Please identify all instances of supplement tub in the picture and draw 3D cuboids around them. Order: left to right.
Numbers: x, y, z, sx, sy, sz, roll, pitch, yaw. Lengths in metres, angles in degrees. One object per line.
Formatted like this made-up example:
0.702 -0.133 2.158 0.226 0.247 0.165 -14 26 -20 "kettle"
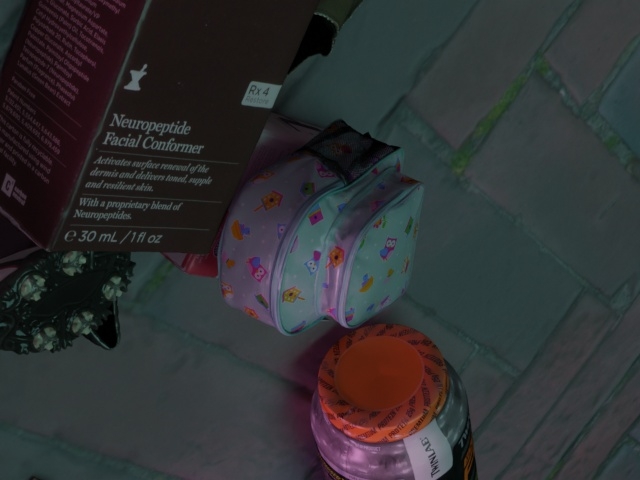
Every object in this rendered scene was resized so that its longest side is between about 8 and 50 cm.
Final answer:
0.094 0.256 1.747 0.193 0.193 0.316 -38 144 -19 "supplement tub"

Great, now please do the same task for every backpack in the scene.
0.000 0.000 1.283 0.188 0.144 0.166 -25 137 -39 "backpack"

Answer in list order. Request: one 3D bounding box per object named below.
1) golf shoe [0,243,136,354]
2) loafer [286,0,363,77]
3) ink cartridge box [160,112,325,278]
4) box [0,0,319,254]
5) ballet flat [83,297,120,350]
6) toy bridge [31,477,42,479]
-0.285 0.050 1.200 0.272 0.120 0.105 -30 135 -33 "golf shoe"
-0.001 -0.213 1.305 0.251 0.087 0.094 -45 145 -9 "loafer"
-0.053 -0.042 1.398 0.218 0.092 0.159 13 110 -51 "ink cartridge box"
-0.123 -0.180 1.155 0.191 0.143 0.381 1 118 -49 "box"
-0.209 0.031 1.322 0.057 0.049 0.173 -32 141 -28 "ballet flat"
-0.348 0.323 1.450 0.188 0.026 0.063 -51 143 -1 "toy bridge"
